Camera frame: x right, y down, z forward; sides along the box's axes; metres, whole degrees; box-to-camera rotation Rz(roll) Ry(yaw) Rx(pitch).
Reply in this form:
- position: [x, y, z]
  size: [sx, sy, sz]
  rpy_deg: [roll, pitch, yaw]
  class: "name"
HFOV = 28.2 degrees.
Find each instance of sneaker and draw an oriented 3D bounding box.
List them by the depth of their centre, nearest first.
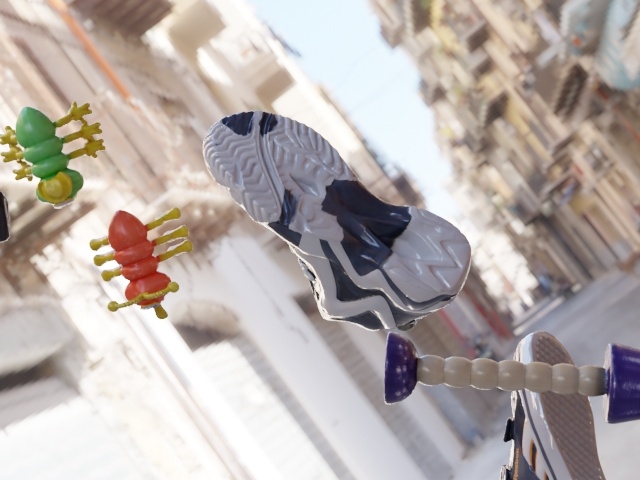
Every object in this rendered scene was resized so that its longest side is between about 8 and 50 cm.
- position: [0.000, 0.000, 1.048]
  size: [0.094, 0.235, 0.153]
  rpy_deg: [-63, -2, -31]
  class: "sneaker"
- position: [0.280, 0.280, 1.602]
  size: [0.126, 0.321, 0.127]
  rpy_deg: [10, -30, -45]
  class: "sneaker"

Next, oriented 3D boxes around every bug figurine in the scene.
- position: [-0.264, 0.008, 1.104]
  size: [0.279, 0.216, 0.072]
  rpy_deg: [-23, 9, 6]
  class: "bug figurine"

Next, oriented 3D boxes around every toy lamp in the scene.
- position: [0.199, 0.132, 1.212]
  size: [0.274, 0.080, 0.080]
  rpy_deg: [1, -2, 8]
  class: "toy lamp"

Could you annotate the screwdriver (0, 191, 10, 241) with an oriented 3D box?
- position: [-0.296, -0.064, 1.123]
  size: [0.025, 0.024, 0.170]
  rpy_deg: [-46, -31, -36]
  class: "screwdriver"
